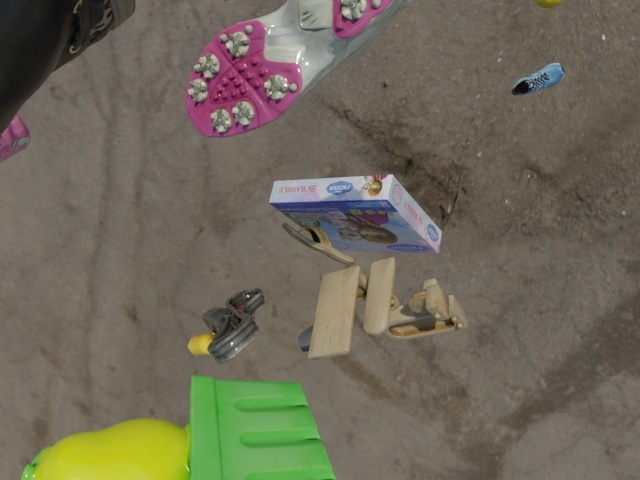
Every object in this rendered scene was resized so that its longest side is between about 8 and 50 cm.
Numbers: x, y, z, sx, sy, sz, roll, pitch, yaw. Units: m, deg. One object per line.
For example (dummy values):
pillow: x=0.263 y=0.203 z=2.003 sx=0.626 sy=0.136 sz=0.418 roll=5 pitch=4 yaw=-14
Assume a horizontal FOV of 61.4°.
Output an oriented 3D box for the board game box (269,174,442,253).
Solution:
board game box: x=0.093 y=-0.055 z=1.322 sx=0.318 sy=0.066 sz=0.318 roll=1 pitch=159 yaw=34

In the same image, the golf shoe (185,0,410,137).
golf shoe: x=-0.019 y=-0.213 z=0.604 sx=0.306 sy=0.140 sz=0.115 roll=-30 pitch=89 yaw=26

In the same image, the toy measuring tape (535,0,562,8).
toy measuring tape: x=0.332 y=-0.456 z=0.659 sx=0.121 sy=0.121 sz=0.330 roll=24 pitch=100 yaw=15

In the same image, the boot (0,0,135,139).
boot: x=-0.320 y=-0.230 z=0.472 sx=0.138 sy=0.284 sz=0.377 roll=34 pitch=168 yaw=0

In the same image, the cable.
cable: x=-0.112 y=0.126 z=0.761 sx=0.072 sy=0.139 sz=0.287 roll=63 pitch=160 yaw=-9

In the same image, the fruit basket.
fruit basket: x=-0.164 y=0.346 z=0.687 sx=0.391 sy=0.392 sz=0.283 roll=1 pitch=109 yaw=26

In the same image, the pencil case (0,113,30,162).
pencil case: x=-0.623 y=-0.096 z=0.799 sx=0.167 sy=0.386 sz=0.160 roll=20 pitch=146 yaw=27

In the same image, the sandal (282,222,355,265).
sandal: x=0.000 y=0.000 z=1.141 sx=0.180 sy=0.072 sz=0.049 roll=26 pitch=88 yaw=-15

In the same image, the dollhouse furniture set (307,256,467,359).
dollhouse furniture set: x=0.093 y=0.119 z=0.691 sx=0.144 sy=0.123 sz=0.151 roll=-17 pitch=133 yaw=31

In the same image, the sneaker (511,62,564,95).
sneaker: x=0.640 y=-0.465 z=1.592 sx=0.162 sy=0.073 sz=0.063 roll=-21 pitch=100 yaw=47

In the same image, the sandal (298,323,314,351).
sandal: x=0.025 y=0.214 z=1.295 sx=0.097 sy=0.254 sz=0.055 roll=-22 pitch=92 yaw=22
